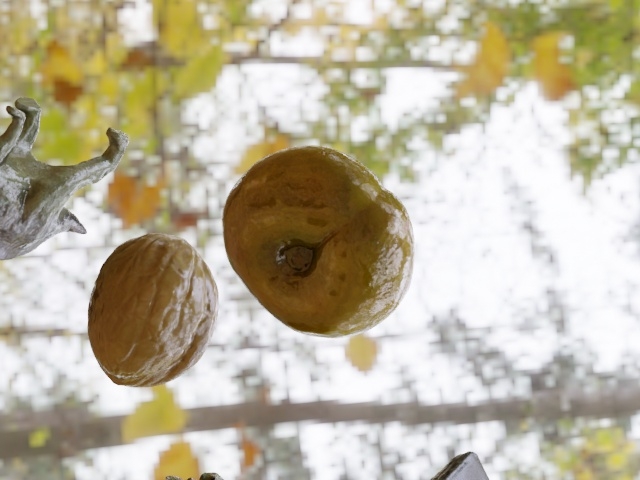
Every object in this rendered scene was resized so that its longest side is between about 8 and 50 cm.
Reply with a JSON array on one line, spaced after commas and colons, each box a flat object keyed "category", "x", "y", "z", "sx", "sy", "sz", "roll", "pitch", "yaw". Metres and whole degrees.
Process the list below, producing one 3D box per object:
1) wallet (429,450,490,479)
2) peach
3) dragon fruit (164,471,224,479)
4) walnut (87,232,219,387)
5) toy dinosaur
[{"category": "wallet", "x": 0.182, "y": 0.357, "z": 2.105, "sx": 0.044, "sy": 0.149, "sz": 0.250, "roll": -26, "pitch": -81, "yaw": 41}, {"category": "peach", "x": 0.000, "y": 0.000, "z": 2.374, "sx": 0.251, "sy": 0.153, "sz": 0.251, "roll": 14, "pitch": -57, "yaw": 22}, {"category": "dragon fruit", "x": -0.186, "y": 0.431, "z": 2.634, "sx": 0.193, "sy": 0.192, "sz": 0.274, "roll": -115, "pitch": -137, "yaw": -63}, {"category": "walnut", "x": -0.132, "y": 0.055, "z": 1.519, "sx": 0.124, "sy": 0.105, "sz": 0.105, "roll": -62, "pitch": -148, "yaw": 1}, {"category": "toy dinosaur", "x": -0.316, "y": -0.060, "z": 1.978, "sx": 0.077, "sy": 0.294, "sz": 0.162, "roll": 32, "pitch": -75, "yaw": 43}]
